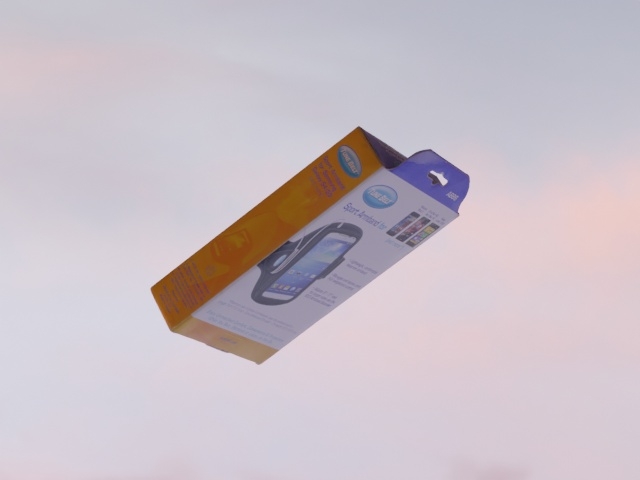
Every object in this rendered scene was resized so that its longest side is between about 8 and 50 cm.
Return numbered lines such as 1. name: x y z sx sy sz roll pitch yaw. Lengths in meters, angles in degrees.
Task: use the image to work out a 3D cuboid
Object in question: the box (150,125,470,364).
1. box: 0.000 0.000 0.872 0.028 0.136 0.081 58 -165 28
